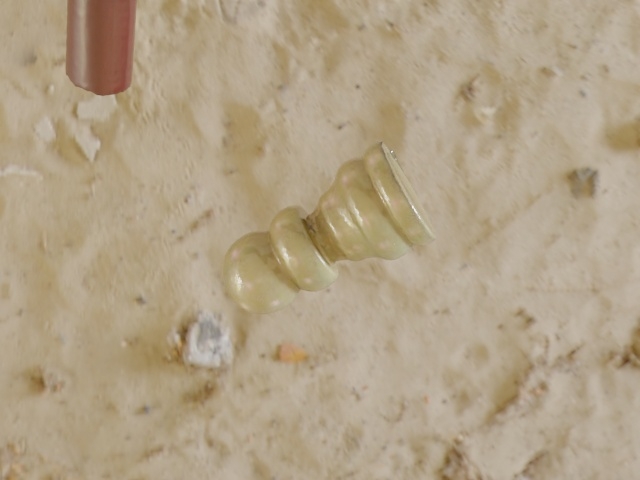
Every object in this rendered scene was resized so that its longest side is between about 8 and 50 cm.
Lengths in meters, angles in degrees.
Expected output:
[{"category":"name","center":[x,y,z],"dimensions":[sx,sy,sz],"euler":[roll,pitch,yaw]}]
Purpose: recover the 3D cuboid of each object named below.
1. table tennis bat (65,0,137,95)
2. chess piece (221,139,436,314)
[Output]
[{"category":"table tennis bat","center":[-0.140,-0.285,0.849],"dimensions":[0.051,0.268,0.414],"euler":[-15,134,-30]},{"category":"chess piece","center":[0.000,0.000,1.004],"dimensions":[0.170,0.094,0.094],"euler":[-30,115,11]}]
